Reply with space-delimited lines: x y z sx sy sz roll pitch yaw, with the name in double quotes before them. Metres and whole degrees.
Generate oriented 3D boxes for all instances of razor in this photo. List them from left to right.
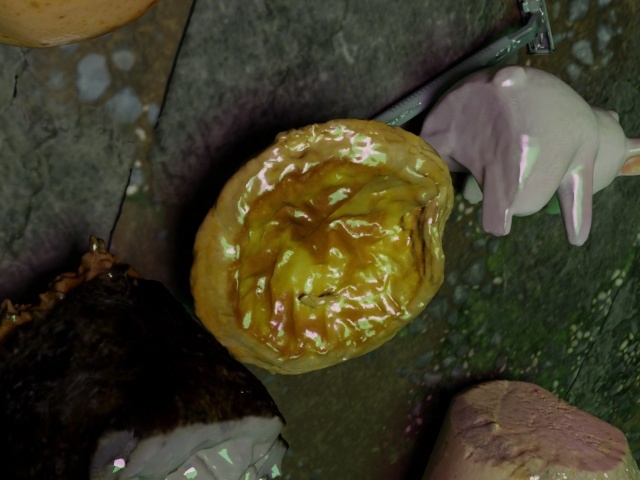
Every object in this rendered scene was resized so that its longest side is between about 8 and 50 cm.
"razor" 0.123 -0.147 0.852 0.211 0.036 0.084 -37 130 -14

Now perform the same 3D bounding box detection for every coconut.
"coconut" 0.212 0.297 1.046 0.239 0.239 0.244 -2 116 -36

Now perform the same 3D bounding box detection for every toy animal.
"toy animal" 0.211 -0.070 0.881 0.282 0.140 0.138 11 108 -47

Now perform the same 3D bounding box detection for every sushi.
"sushi" -0.176 0.196 0.722 0.349 0.207 0.234 -53 147 10

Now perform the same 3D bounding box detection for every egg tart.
"egg tart" 0.000 0.000 0.792 0.241 0.106 0.241 -13 125 -19

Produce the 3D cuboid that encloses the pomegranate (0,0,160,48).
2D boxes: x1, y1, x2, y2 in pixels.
"pomegranate" -0.150 -0.207 0.500 0.207 0.207 0.207 -18 125 -28
